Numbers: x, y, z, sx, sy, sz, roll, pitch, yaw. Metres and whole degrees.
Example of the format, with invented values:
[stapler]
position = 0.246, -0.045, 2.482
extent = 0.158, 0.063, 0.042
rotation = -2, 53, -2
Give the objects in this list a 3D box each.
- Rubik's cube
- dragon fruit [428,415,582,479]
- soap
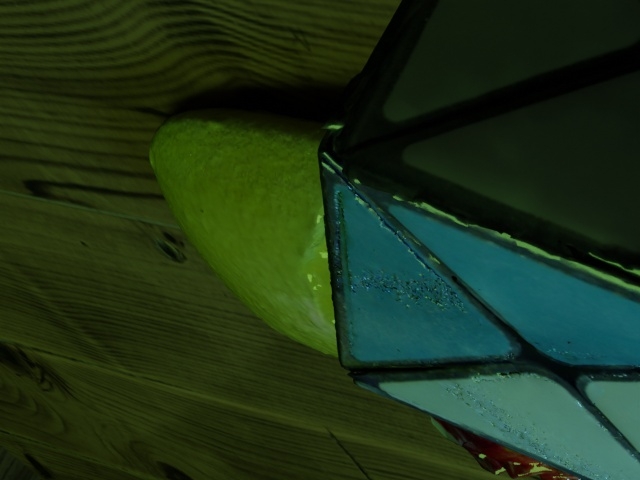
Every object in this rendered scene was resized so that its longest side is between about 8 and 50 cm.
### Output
[Rubik's cube]
position = 0.188, -0.039, 1.016
extent = 0.305, 0.310, 0.307
rotation = 21, 155, 12
[dragon fruit]
position = 0.187, 0.173, 1.572
extent = 0.161, 0.126, 0.274
rotation = 54, 173, -36
[soap]
position = -0.001, 0.002, 1.525
extent = 0.427, 0.115, 0.306
rotation = 7, 143, 53
